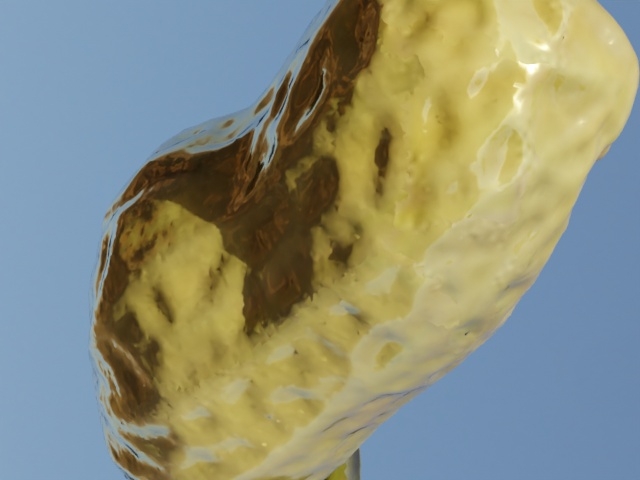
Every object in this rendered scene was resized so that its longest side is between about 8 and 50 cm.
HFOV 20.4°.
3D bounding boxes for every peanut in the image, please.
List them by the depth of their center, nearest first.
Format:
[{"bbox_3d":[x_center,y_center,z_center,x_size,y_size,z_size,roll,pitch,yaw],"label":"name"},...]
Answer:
[{"bbox_3d":[0.000,0.000,0.718,0.313,0.152,0.152,-42,-124,41],"label":"peanut"}]

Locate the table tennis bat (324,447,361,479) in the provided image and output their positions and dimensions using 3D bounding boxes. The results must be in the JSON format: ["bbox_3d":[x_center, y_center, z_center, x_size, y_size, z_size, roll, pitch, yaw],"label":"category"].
[{"bbox_3d":[-0.097,0.192,0.958,0.368,0.054,0.224,-28,-138,46],"label":"table tennis bat"}]
